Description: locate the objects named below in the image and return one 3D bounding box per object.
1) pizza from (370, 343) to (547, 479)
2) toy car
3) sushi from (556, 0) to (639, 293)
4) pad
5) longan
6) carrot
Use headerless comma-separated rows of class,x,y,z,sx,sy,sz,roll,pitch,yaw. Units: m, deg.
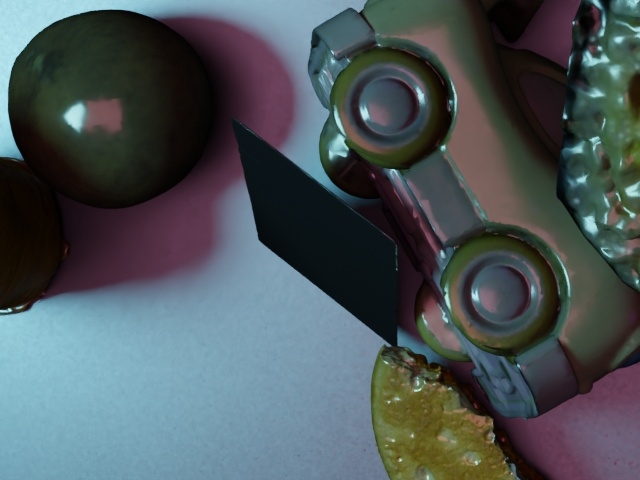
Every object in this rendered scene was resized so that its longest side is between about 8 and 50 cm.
pizza,0.120,0.192,1.451,0.246,0.058,0.127,44,118,-2
toy car,0.146,-0.050,1.340,0.226,0.242,0.336,-31,86,-5
sushi,0.344,-0.108,1.140,0.328,0.285,0.328,21,124,30
pad,0.000,0.000,1.377,0.163,0.243,0.004,38,75,16
longan,-0.177,-0.112,1.451,0.187,0.167,0.167,34,103,27
carrot,-0.306,-0.011,1.444,0.196,0.254,0.196,0,91,17
